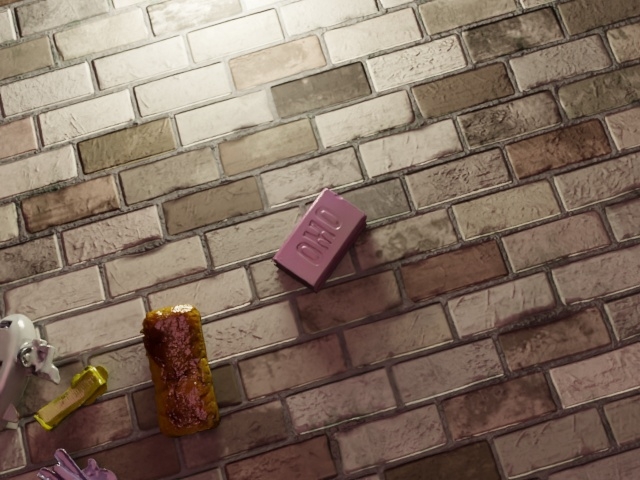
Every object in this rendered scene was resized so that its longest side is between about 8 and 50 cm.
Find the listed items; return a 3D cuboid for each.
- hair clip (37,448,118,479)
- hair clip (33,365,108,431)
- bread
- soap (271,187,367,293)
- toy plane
[{"bbox_3d":[-0.450,0.542,1.661,0.278,0.090,0.137,35,75,16],"label":"hair clip"},{"bbox_3d":[-0.518,0.333,1.737,0.173,0.046,0.072,-43,86,-7],"label":"hair clip"},{"bbox_3d":[-0.298,0.273,1.726,0.139,0.077,0.271,-12,77,3],"label":"bread"},{"bbox_3d":[0.000,0.000,1.787,0.122,0.065,0.203,33,80,12],"label":"soap"},{"bbox_3d":[-0.655,0.277,1.731,0.245,0.117,0.244,-8,68,20],"label":"toy plane"}]
